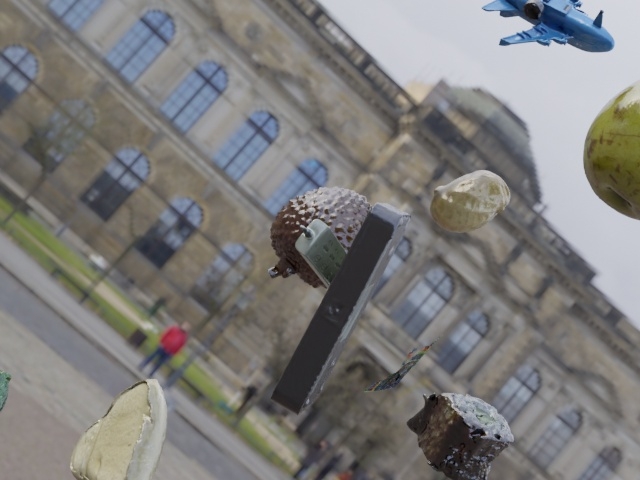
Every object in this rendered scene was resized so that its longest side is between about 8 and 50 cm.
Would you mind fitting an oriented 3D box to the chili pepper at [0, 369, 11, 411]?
[{"bbox_3d":[-0.480,0.233,1.628,0.035,0.118,0.055,-28,-80,43],"label":"chili pepper"}]

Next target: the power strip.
[{"bbox_3d":[0.012,0.030,1.870,0.027,0.060,0.253,35,-9,27],"label":"power strip"}]

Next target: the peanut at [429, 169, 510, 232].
[{"bbox_3d":[0.295,-0.074,2.259,0.140,0.159,0.109,-35,103,-82],"label":"peanut"}]

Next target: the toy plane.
[{"bbox_3d":[0.476,-0.457,2.339,0.271,0.254,0.105,23,-38,23],"label":"toy plane"}]

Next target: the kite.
[{"bbox_3d":[0.090,0.147,1.286,0.004,0.122,0.090,47,-34,20],"label":"kite"}]

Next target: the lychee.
[{"bbox_3d":[0.000,0.000,2.207,0.200,0.238,0.200,51,-2,2],"label":"lychee"}]

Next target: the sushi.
[{"bbox_3d":[0.167,0.228,1.348,0.094,0.084,0.098,16,25,-31],"label":"sushi"}]

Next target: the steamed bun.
[{"bbox_3d":[-0.358,0.384,2.111,0.212,0.231,0.110,-19,-45,39],"label":"steamed bun"}]

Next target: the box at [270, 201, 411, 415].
[{"bbox_3d":[0.038,0.104,1.823,0.058,0.350,0.211,28,6,9],"label":"box"}]

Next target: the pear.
[{"bbox_3d":[0.641,-0.174,2.189,0.283,0.283,0.283,40,-7,6],"label":"pear"}]
